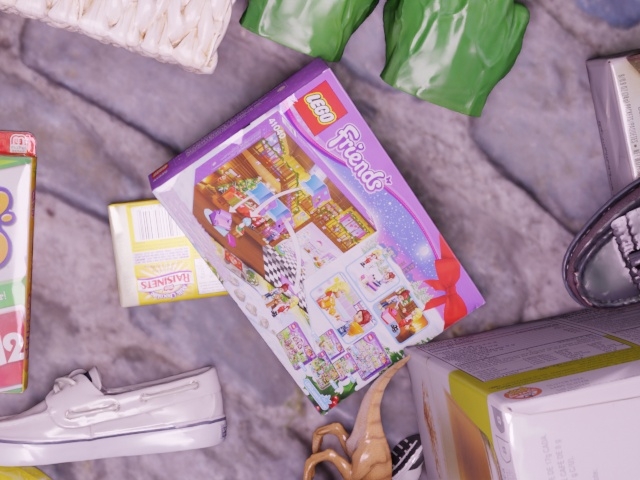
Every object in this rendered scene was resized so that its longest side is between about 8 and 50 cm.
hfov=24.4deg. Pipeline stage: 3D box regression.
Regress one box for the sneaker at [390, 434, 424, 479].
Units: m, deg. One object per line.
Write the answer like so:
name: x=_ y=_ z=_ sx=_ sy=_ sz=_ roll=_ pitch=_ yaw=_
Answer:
sneaker: x=0.083 y=0.246 z=1.502 sx=0.043 sy=0.040 sz=0.109 roll=30 pitch=98 yaw=-19

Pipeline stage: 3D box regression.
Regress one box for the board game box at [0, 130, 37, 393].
board game box: x=-0.349 y=0.019 z=1.463 sx=0.124 sy=0.039 sz=0.259 roll=3 pitch=93 yaw=-3

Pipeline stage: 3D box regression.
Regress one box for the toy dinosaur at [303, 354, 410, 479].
toy dinosaur: x=0.043 y=0.205 z=1.462 sx=0.112 sy=0.064 sz=0.212 roll=1 pitch=102 yaw=15

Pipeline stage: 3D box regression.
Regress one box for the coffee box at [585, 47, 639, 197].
coffee box: x=0.427 y=-0.127 z=1.432 sx=0.297 sy=0.119 sz=0.168 roll=-13 pitch=96 yaw=-1

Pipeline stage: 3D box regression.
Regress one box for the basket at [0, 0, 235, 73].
basket: x=-0.175 y=-0.333 z=1.292 sx=0.266 sy=0.328 sz=0.331 roll=17 pitch=94 yaw=-8

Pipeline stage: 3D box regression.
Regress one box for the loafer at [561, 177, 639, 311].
loafer: x=0.360 y=-0.026 z=1.334 sx=0.302 sy=0.095 sz=0.109 roll=-28 pitch=99 yaw=2

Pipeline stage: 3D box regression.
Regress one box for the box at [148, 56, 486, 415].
box: x=0.000 y=0.000 z=1.424 sx=0.201 sy=0.057 sz=0.293 roll=-34 pitch=112 yaw=2

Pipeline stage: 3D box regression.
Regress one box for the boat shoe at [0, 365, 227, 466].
boat shoe: x=-0.227 y=0.168 z=1.452 sx=0.267 sy=0.096 sz=0.088 roll=-4 pitch=92 yaw=-3

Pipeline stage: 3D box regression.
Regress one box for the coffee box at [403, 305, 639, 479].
coffee box: x=0.298 y=0.244 z=1.336 sx=0.338 sy=0.334 sz=0.338 roll=-12 pitch=96 yaw=-11

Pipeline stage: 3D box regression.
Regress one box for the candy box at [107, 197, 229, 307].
candy box: x=-0.103 y=0.002 z=1.471 sx=0.205 sy=0.027 sz=0.105 roll=-7 pitch=100 yaw=-2

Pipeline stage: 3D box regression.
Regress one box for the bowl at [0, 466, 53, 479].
bowl: x=-0.369 y=0.353 z=1.433 sx=0.289 sy=0.156 sz=0.290 roll=0 pitch=95 yaw=-2

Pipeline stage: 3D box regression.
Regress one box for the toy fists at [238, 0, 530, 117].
toy fists: x=0.064 y=-0.232 z=1.424 sx=0.279 sy=0.096 sz=0.142 roll=21 pitch=106 yaw=-5
